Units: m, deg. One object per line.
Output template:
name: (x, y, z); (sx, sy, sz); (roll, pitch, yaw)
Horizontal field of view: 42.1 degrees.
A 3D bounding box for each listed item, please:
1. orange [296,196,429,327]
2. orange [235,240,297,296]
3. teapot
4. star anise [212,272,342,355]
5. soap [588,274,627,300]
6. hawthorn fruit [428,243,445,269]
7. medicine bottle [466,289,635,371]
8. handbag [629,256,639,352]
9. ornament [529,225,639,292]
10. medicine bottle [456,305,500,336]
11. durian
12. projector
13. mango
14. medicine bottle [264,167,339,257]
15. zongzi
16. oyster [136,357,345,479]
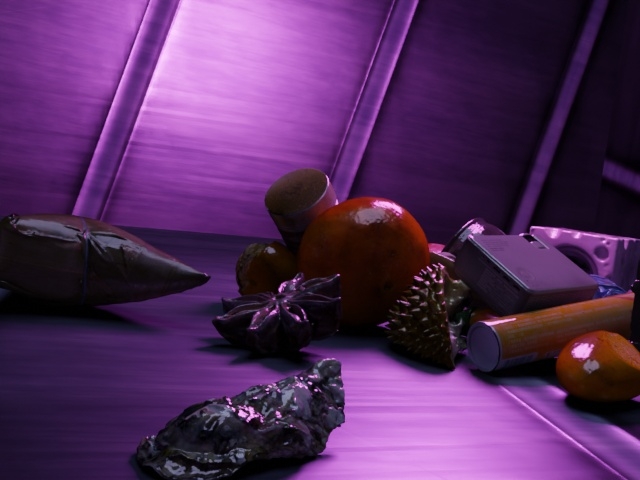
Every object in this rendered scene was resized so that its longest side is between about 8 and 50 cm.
orange: (0.092, 0.050, 1.729); (0.284, 0.283, 0.226); (5, 22, -20)
orange: (-0.114, 0.073, 1.838); (0.157, 0.156, 0.134); (10, 16, 30)
teapot: (0.387, 0.080, 1.895); (0.239, 0.239, 0.321); (34, -17, 27)
star anise: (-0.063, 0.139, 1.456); (0.223, 0.108, 0.236); (-15, 18, 6)
soap: (0.614, 0.164, 1.834); (0.077, 0.156, 0.293); (10, 5, 9)
hawthorn fruit: (0.298, 0.087, 2.224); (0.173, 0.172, 0.173); (7, 5, -1)
medicine bottle: (0.470, 0.163, 1.560); (0.426, 0.108, 0.108); (-6, 11, -29)
handbag: (0.663, 0.156, 1.455); (0.079, 0.247, 0.260); (-6, 14, -43)
ornament: (0.710, 0.096, 2.264); (0.240, 0.239, 0.240); (11, 5, 35)
medicine bottle: (0.350, 0.179, 1.728); (0.309, 0.076, 0.111); (12, 3, 41)
durian: (0.227, 0.144, 1.600); (0.166, 0.172, 0.306); (33, 3, 13)
projector: (0.410, 0.076, 1.679); (0.257, 0.099, 0.192); (-1, 38, -42)
mango: (0.459, 0.216, 1.361); (0.141, 0.102, 0.217); (36, 21, 25)
medicine bottle: (0.000, 0.000, 1.905); (0.151, 0.151, 0.322); (10, -37, 34)
zongzi: (-0.425, 0.043, 1.650); (0.393, 0.174, 0.356); (7, 1, -12)
oyster: (-0.075, 0.207, 0.919); (0.252, 0.087, 0.199); (-6, 8, -12)
